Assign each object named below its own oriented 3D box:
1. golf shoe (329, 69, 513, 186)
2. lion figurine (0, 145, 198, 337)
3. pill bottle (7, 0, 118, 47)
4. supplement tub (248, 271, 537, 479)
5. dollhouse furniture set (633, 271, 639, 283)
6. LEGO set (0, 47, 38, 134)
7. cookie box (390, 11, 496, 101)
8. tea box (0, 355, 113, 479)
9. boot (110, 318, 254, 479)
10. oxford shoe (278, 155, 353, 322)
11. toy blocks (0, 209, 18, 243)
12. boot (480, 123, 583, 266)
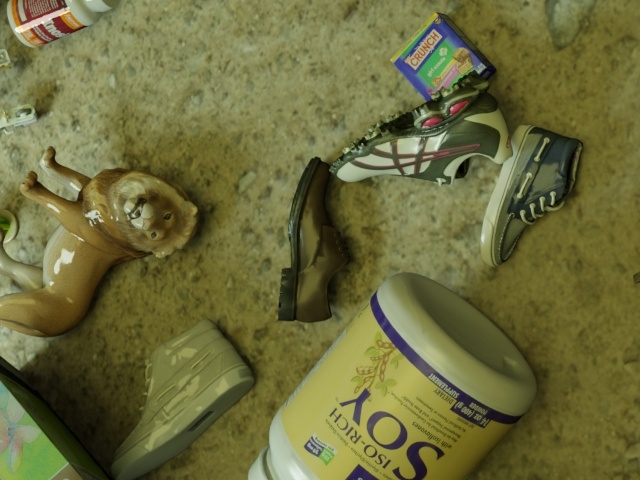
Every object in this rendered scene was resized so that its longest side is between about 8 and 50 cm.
[{"bbox_3d":[0.124,-0.113,1.863,0.273,0.105,0.120,-23,103,44],"label":"golf shoe"},{"bbox_3d":[-0.357,0.026,2.088,0.240,0.142,0.392,34,120,-8],"label":"lion figurine"},{"bbox_3d":[-0.378,-0.347,2.119,0.152,0.086,0.086,-18,82,24],"label":"pill bottle"},{"bbox_3d":[0.086,0.232,1.816,0.241,0.241,0.331,43,106,19],"label":"supplement tub"},{"bbox_3d":[0.488,0.078,1.716,0.183,0.129,0.129,-12,83,0],"label":"dollhouse furniture set"},{"bbox_3d":[-0.512,-0.297,2.194,0.132,0.107,0.287,-7,80,-10],"label":"LEGO set"},{"bbox_3d":[0.161,-0.232,1.897,0.092,0.040,0.107,-46,72,19],"label":"cookie box"},{"bbox_3d":[-0.451,0.320,1.983,0.220,0.329,0.323,-43,71,-8],"label":"tea box"},{"bbox_3d":[-0.218,0.225,2.047,0.258,0.095,0.123,-40,68,10],"label":"boot"},{"bbox_3d":[0.000,0.000,1.958,0.096,0.083,0.227,6,91,3],"label":"oxford shoe"},{"bbox_3d":[-0.538,0.002,2.154,0.123,0.148,0.054,-48,72,17],"label":"toy blocks"},{"bbox_3d":[0.268,-0.050,1.829,0.086,0.069,0.190,18,96,29],"label":"boot"}]
